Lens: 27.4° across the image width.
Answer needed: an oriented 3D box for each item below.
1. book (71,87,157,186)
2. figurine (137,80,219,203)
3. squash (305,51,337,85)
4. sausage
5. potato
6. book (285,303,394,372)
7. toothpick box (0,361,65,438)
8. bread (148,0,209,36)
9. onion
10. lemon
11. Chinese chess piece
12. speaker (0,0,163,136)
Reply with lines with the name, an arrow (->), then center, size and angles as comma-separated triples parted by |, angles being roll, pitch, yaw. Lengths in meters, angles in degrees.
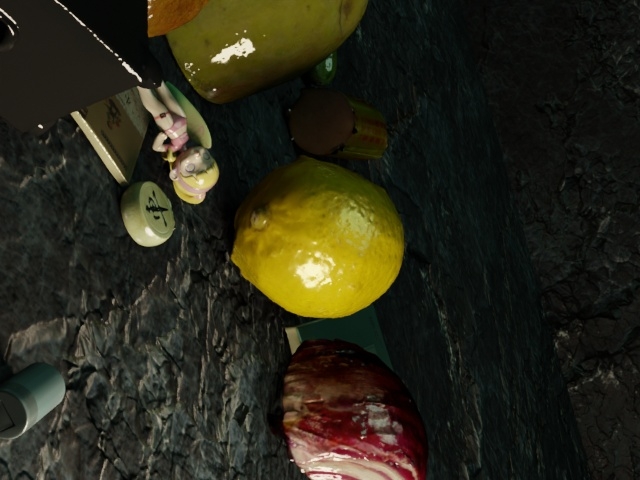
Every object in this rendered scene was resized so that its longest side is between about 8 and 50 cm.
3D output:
book -> -0.264, -0.179, 1.681 | 0.138, 0.016, 0.198 | 59, 25, -34
figurine -> -0.192, -0.135, 1.747 | 0.187, 0.083, 0.083 | 63, 22, -15
squash -> -0.006, -0.389, 2.438 | 0.069, 0.069, 0.238 | 42, 37, -54
sausage -> 0.056, -0.202, 2.363 | 0.125, 0.117, 0.317 | 36, 13, 17
potato -> -0.057, -0.338, 1.973 | 0.330, 0.280, 0.212 | 41, 35, -57
book -> 0.056, 0.245, 2.138 | 0.379, 0.031, 0.264 | -5, 79, -69
toothpick box -> -0.291, 0.156, 1.290 | 0.052, 0.052, 0.083 | 70, 19, -8
bread -> -0.194, -0.390, 1.671 | 0.142, 0.253, 0.227 | 42, 43, 10
onion -> 0.074, 0.254, 1.935 | 0.314, 0.146, 0.280 | 35, 43, -37
lemon -> 0.000, 0.000, 1.899 | 0.288, 0.234, 0.233 | 15, 59, -52
Chinese chess piece -> -0.218, -0.034, 1.656 | 0.084, 0.034, 0.084 | 50, 31, -44
speaker -> -0.307, -0.276, 1.415 | 0.254, 0.184, 0.232 | 44, 34, -49
